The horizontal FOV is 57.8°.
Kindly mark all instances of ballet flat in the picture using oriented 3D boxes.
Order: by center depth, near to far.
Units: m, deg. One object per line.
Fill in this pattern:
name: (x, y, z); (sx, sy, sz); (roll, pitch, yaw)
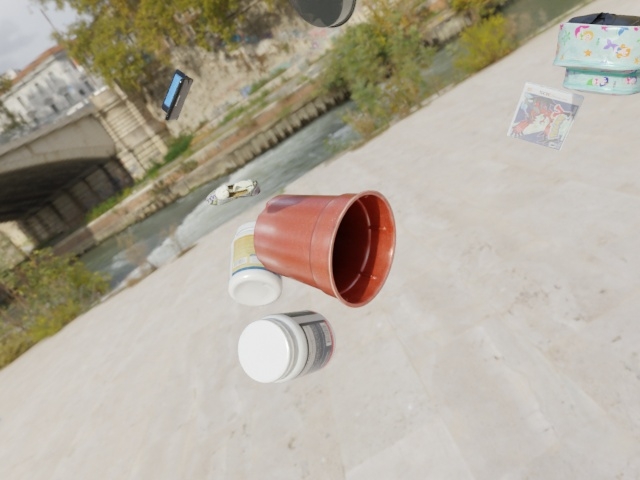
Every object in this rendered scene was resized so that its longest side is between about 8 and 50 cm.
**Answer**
ballet flat: (-0.179, -0.102, 1.180); (0.114, 0.041, 0.041); (-15, 15, -6)

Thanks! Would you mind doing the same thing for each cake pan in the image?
cake pan: (-0.008, -0.854, 1.959); (0.054, 0.293, 0.293); (-43, 18, -32)

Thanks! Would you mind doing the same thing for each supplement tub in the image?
supplement tub: (-0.175, 0.062, 1.572); (0.144, 0.144, 0.200); (-27, 44, 24)
supplement tub: (-0.091, 0.302, 1.669); (0.191, 0.191, 0.272); (-27, -15, 24)

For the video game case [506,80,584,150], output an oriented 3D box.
video game case: (0.725, -0.401, 1.881); (0.183, 0.201, 0.023); (19, 47, 13)

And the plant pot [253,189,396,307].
plant pot: (0.000, 0.000, 1.397); (0.265, 0.273, 0.272); (11, 43, 37)

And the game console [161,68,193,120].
game console: (-0.401, -0.395, 1.567); (0.122, 0.071, 0.107); (-63, -1, 18)

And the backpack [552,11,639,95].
backpack: (0.666, -0.437, 1.344); (0.225, 0.191, 0.253); (22, 23, 38)
